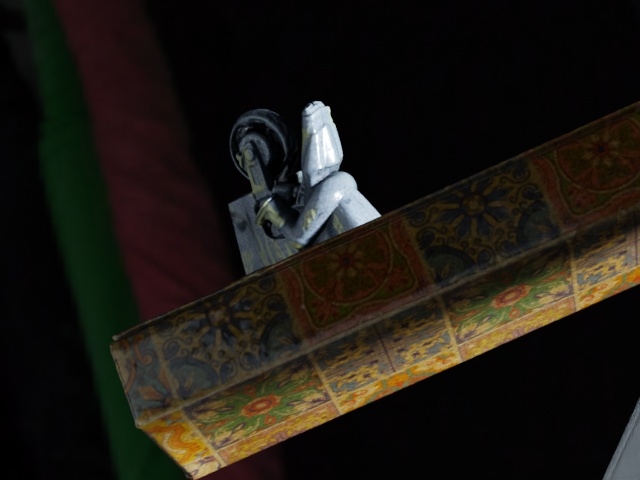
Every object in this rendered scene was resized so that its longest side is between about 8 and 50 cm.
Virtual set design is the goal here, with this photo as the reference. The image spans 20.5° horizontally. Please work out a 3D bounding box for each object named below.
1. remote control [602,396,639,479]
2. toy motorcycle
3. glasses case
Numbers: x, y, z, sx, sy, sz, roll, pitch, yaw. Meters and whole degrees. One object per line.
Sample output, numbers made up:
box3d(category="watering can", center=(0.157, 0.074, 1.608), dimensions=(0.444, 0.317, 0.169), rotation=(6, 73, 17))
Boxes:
box3d(category="remote control", center=(0.226, 0.032, 0.808), dimensions=(0.313, 0.109, 0.055), rotation=(-67, -153, 6))
box3d(category="toy motorcycle", center=(0.000, 0.000, 1.209), dimensions=(0.124, 0.061, 0.193), rotation=(0, -72, 33))
box3d(category="glasses case", center=(0.033, 0.018, 0.664), dimensions=(0.075, 0.218, 0.049), rotation=(64, 2, -64))
